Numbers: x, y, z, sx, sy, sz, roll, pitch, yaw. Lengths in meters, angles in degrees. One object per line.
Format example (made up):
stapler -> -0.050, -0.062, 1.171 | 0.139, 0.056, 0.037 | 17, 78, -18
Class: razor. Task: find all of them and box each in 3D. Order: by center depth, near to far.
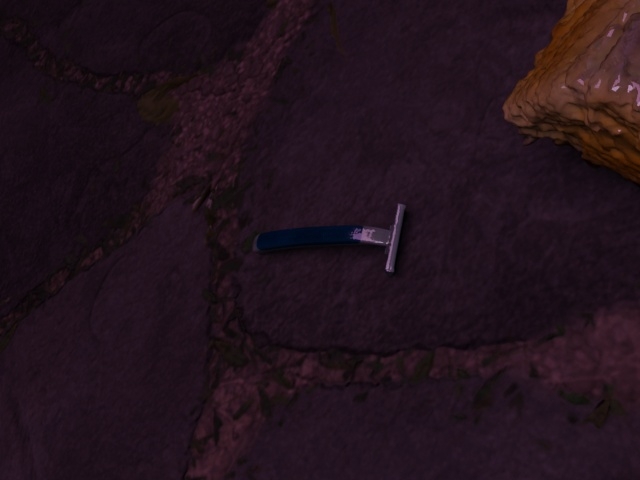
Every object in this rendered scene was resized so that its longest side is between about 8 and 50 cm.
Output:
razor -> -0.002, -0.001, 0.970 | 0.191, 0.037, 0.068 | -1, 69, 41

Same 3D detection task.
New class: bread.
bread -> 0.273, -0.131, 0.709 | 0.262, 0.162, 0.204 | 28, 77, 32
